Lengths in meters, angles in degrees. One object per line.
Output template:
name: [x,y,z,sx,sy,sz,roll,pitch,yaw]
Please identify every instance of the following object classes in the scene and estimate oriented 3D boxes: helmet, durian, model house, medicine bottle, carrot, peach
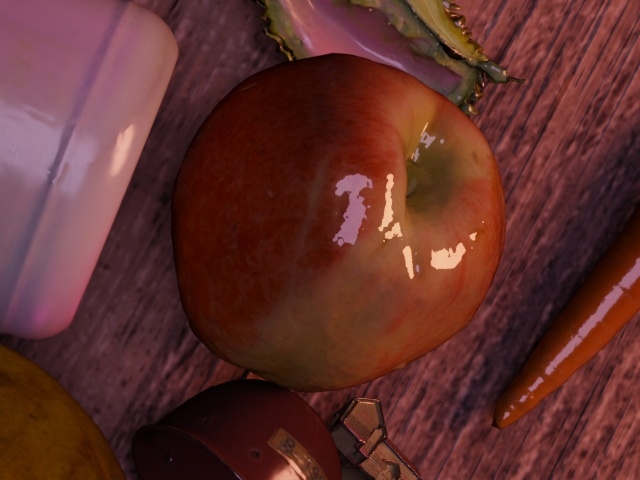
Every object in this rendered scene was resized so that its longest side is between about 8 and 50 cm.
helmet: [-0.038,0.166,1.213,0.106,0.155,0.175,-43,98,-29]
durian: [0.039,-0.171,1.260,0.137,0.095,0.220,-37,97,27]
model house: [0.040,0.156,1.260,0.083,0.057,0.058,46,43,-2]
medicine bottle: [-0.271,-0.090,1.129,0.302,0.241,0.241,22,84,-7]
carrot: [0.246,0.020,1.298,0.069,0.069,0.336,41,85,-5]
peach: [0.000,0.000,1.189,0.232,0.257,0.232,20,54,-30]

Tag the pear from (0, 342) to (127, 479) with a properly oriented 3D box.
pear: [-0.243,0.204,1.108,0.269,0.269,0.321,-27,77,-9]
